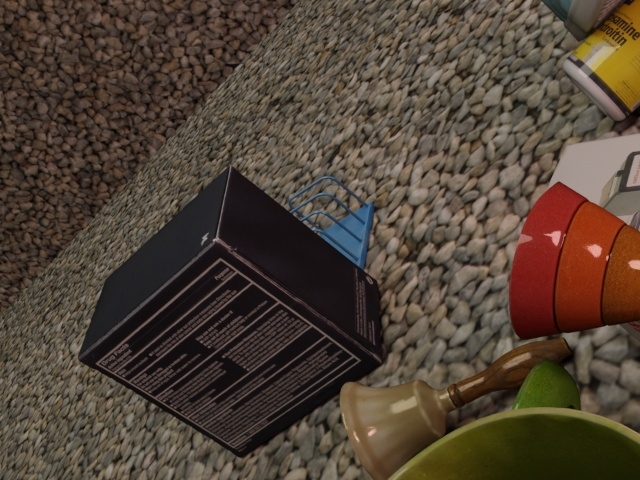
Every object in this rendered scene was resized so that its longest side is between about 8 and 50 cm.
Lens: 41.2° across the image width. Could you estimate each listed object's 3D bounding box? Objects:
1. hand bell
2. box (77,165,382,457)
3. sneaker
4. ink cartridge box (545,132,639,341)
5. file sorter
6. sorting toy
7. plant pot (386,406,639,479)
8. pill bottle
[{"bbox_3d":[0.154,0.162,0.917,0.242,0.126,0.126,-29,32,17],"label":"hand bell"},{"bbox_3d":[-0.119,0.106,1.190,0.296,0.294,0.183,-38,29,26],"label":"box"},{"bbox_3d":[0.314,-0.342,1.034,0.135,0.150,0.366,-45,-4,5],"label":"sneaker"},{"bbox_3d":[0.335,0.005,0.671,0.272,0.198,0.115,-3,54,58],"label":"ink cartridge box"},{"bbox_3d":[0.000,0.000,1.350,0.118,0.104,0.170,-30,33,38],"label":"file sorter"},{"bbox_3d":[0.213,0.143,0.639,0.126,0.366,0.127,11,21,32],"label":"sorting toy"},{"bbox_3d":[0.174,0.284,0.469,0.274,0.293,0.275,-38,29,26],"label":"plant pot"},{"bbox_3d":[0.387,-0.238,1.009,0.184,0.103,0.103,-45,26,15],"label":"pill bottle"}]
